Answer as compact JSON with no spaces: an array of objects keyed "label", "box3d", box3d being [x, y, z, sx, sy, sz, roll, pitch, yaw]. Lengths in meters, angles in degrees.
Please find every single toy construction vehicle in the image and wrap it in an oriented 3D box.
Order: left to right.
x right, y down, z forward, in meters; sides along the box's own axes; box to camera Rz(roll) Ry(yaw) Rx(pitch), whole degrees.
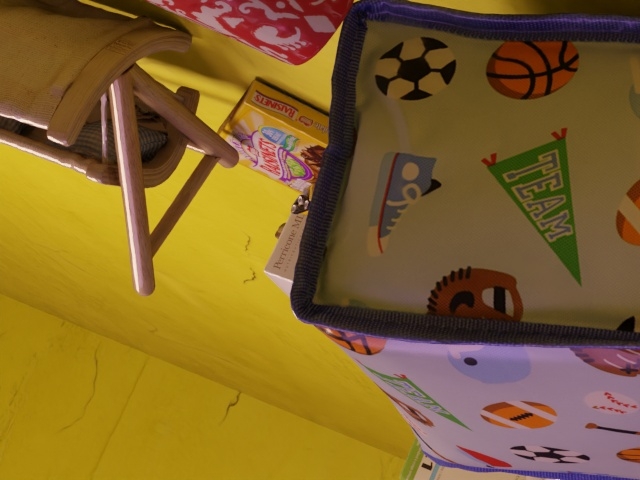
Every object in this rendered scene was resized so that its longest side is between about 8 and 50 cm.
[{"label":"toy construction vehicle","box3d":[0.034,-0.035,1.584,0.086,0.035,0.098,17,164,-25]}]

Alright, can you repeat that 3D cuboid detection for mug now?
[{"label":"mug","box3d":[-0.059,-0.173,1.023,0.169,0.113,0.150,26,171,-22]}]

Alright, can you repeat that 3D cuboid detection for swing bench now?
[{"label":"swing bench","box3d":[-0.233,-0.115,1.506,0.253,0.165,0.254,21,155,22]}]

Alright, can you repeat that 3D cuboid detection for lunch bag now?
[{"label":"lunch bag","box3d":[0.216,0.031,1.084,0.385,0.239,0.328,4,162,17]}]

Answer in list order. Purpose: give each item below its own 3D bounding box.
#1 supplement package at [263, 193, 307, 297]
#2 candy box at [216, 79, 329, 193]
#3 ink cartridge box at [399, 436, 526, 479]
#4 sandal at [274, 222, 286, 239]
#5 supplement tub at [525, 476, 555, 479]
[{"label":"supplement package","box3d":[0.059,0.028,1.690,0.179,0.105,0.105,19,168,24]},{"label":"candy box","box3d":[-0.030,-0.083,1.575,0.105,0.027,0.206,28,168,-6]},{"label":"ink cartridge box","box3d":[0.241,0.229,2.016,0.255,0.188,0.097,21,166,13]},{"label":"sandal","box3d":[0.000,0.000,1.856,0.072,0.049,0.180,34,-179,-16]},{"label":"supplement tub","box3d":[0.343,0.178,1.458,0.316,0.228,0.228,25,169,0]}]
